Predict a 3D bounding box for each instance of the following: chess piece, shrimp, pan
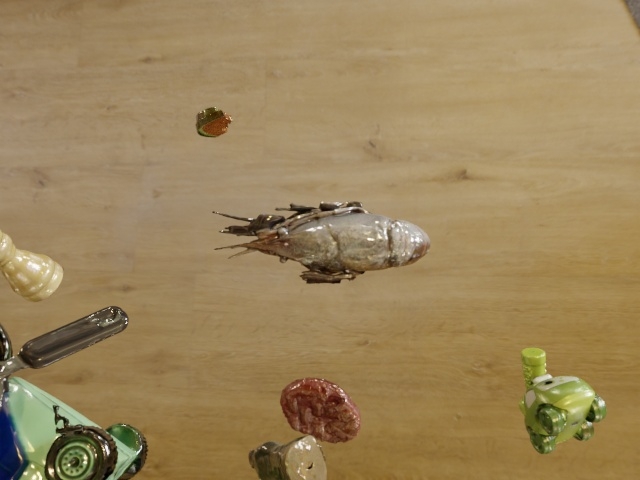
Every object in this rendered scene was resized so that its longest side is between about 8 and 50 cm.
[{"bbox_3d":[-0.408,0.027,0.716,0.066,0.122,0.066,-14,51,18],"label":"chess piece"},{"bbox_3d":[0.000,-0.004,0.859,0.344,0.145,0.116,3,110,0],"label":"shrimp"},{"bbox_3d":[-0.254,0.100,0.394,0.235,0.028,0.136,-28,54,-32],"label":"pan"}]

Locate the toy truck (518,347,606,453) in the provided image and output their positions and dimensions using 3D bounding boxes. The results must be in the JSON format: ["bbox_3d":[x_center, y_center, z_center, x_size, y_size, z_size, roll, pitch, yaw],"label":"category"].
[{"bbox_3d":[0.525,0.372,1.245,0.148,0.210,0.186,-13,118,-12],"label":"toy truck"}]

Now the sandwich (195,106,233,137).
[{"bbox_3d":[-0.205,-0.226,1.040,0.068,0.135,0.029,-12,87,-15],"label":"sandwich"}]

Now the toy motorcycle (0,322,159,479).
[{"bbox_3d":[-0.254,0.208,0.433,0.331,0.125,0.196,39,75,8],"label":"toy motorcycle"}]

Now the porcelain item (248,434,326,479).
[{"bbox_3d":[-0.070,0.373,0.904,0.069,0.216,0.081,-16,80,-34],"label":"porcelain item"}]

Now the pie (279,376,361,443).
[{"bbox_3d":[0.000,0.303,0.967,0.155,0.036,0.154,9,122,14],"label":"pie"}]
